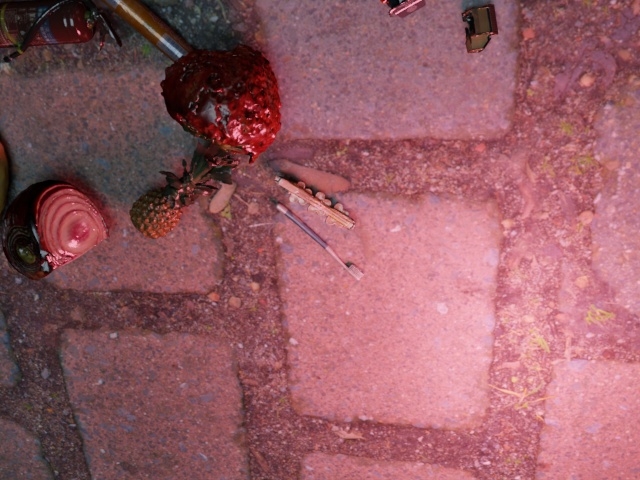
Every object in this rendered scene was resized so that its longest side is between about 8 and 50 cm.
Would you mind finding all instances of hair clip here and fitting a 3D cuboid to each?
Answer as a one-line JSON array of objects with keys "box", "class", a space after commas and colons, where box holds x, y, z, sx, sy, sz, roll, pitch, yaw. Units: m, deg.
[{"box": [-0.014, -0.088, 1.655, 0.214, 0.056, 0.062, 31, 103, -15], "class": "hair clip"}]

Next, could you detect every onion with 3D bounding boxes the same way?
[{"box": [-0.662, -0.033, 1.724, 0.206, 0.216, 0.207, -13, 104, 35], "class": "onion"}]

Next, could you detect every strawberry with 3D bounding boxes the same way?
[{"box": [-0.189, -0.298, 1.466, 0.274, 0.274, 0.220, 28, 87, -5], "class": "strawberry"}]

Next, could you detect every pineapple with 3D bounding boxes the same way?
[{"box": [-0.315, -0.111, 1.663, 0.277, 0.119, 0.130, -39, 86, 24], "class": "pineapple"}]

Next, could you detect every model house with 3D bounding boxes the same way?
[{"box": [0.318, -0.417, 1.418, 0.058, 0.057, 0.083, -13, 96, -11], "class": "model house"}]

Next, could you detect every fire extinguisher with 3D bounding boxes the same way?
[{"box": [-0.598, -0.454, 1.546, 0.341, 0.105, 0.141, 1, 132, 11], "class": "fire extinguisher"}]

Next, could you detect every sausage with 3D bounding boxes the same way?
[{"box": [-0.383, -0.473, 1.519, 0.348, 0.053, 0.053, 40, 117, -11], "class": "sausage"}]

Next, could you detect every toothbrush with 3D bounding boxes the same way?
[{"box": [0.000, 0.000, 1.713, 0.276, 0.019, 0.025, 42, 112, -12], "class": "toothbrush"}]

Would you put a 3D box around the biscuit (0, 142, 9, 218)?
[{"box": [-0.971, -0.173, 1.761, 0.429, 0.104, 0.446, 35, 119, -8], "class": "biscuit"}]

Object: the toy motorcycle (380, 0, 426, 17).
[{"box": [0.241, -0.518, 1.283, 0.326, 0.221, 0.147, -24, 73, 18], "class": "toy motorcycle"}]
